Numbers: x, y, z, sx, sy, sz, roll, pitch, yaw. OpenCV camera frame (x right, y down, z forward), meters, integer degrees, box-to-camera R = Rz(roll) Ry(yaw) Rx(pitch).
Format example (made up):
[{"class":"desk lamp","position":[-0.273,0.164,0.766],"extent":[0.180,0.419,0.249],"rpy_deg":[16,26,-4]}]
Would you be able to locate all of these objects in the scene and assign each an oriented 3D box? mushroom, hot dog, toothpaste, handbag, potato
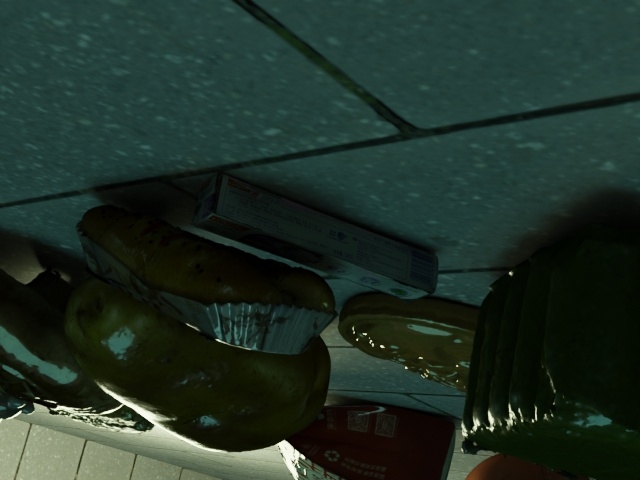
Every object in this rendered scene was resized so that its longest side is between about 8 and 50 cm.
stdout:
[{"class":"mushroom","position":[-0.329,0.102,1.089],"extent":[0.278,0.146,0.278],"rpy_deg":[32,165,10]},{"class":"hot dog","position":[-0.101,0.024,0.770],"extent":[0.253,0.069,0.131],"rpy_deg":[20,-174,38]},{"class":"toothpaste","position":[0.000,0.000,0.755],"extent":[0.196,0.040,0.047],"rpy_deg":[20,159,-21]},{"class":"handbag","position":[0.055,0.325,1.526],"extent":[0.298,0.151,0.171],"rpy_deg":[16,158,11]},{"class":"potato","position":[-0.120,0.123,0.996],"extent":[0.195,0.176,0.369],"rpy_deg":[26,173,36]}]

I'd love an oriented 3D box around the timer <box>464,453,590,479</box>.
[{"class":"timer","position":[0.339,0.453,1.565],"extent":[0.215,0.229,0.229],"rpy_deg":[6,163,-11]}]

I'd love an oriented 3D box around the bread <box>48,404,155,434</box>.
[{"class":"bread","position":[-0.290,0.196,1.366],"extent":[0.196,0.138,0.102],"rpy_deg":[-4,159,39]}]

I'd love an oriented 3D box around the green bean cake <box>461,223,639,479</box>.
[{"class":"green bean cake","position":[0.245,0.098,0.697],"extent":[0.247,0.156,0.250],"rpy_deg":[15,161,-3]}]

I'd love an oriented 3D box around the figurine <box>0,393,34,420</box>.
[{"class":"figurine","position":[-0.522,0.160,1.348],"extent":[0.248,0.203,0.380],"rpy_deg":[26,169,-19]}]

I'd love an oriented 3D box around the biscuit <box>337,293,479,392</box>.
[{"class":"biscuit","position":[0.138,0.119,1.015],"extent":[0.202,0.044,0.289],"rpy_deg":[0,156,32]}]
